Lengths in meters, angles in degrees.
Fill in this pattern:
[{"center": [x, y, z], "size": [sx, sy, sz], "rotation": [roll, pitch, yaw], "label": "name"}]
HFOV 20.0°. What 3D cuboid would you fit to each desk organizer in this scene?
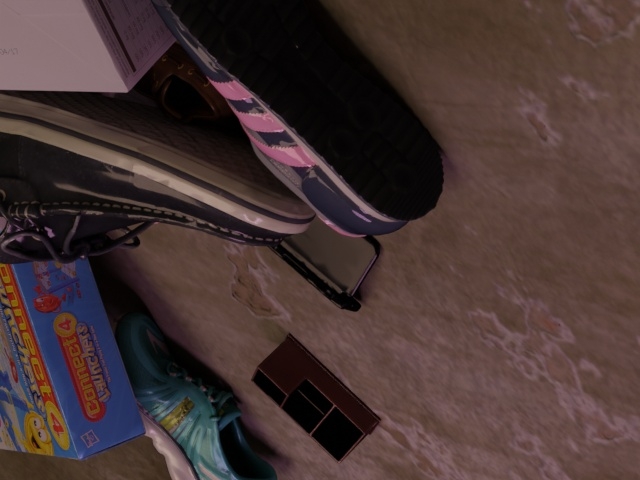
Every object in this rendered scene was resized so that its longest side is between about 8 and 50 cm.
[{"center": [-0.006, 0.163, 1.862], "size": [0.130, 0.050, 0.047], "rotation": [43, 155, 8], "label": "desk organizer"}]

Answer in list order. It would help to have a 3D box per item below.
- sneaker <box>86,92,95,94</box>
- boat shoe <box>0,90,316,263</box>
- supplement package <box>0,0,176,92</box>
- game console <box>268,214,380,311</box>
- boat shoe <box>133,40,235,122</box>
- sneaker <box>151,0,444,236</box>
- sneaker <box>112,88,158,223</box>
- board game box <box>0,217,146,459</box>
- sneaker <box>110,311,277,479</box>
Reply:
[{"center": [-0.280, -0.156, 1.819], "size": [0.178, 0.072, 0.077], "rotation": [19, 132, 32], "label": "sneaker"}, {"center": [-0.228, -0.051, 1.635], "size": [0.500, 0.187, 0.156], "rotation": [12, 99, 25], "label": "boat shoe"}, {"center": [-0.251, -0.243, 1.471], "size": [0.262, 0.145, 0.204], "rotation": [4, 132, 37], "label": "supplement package"}, {"center": [0.000, 0.000, 1.658], "size": [0.122, 0.071, 0.107], "rotation": [41, -176, 13], "label": "game console"}, {"center": [-0.122, -0.138, 1.586], "size": [0.178, 0.060, 0.064], "rotation": [13, 139, 50], "label": "boat shoe"}, {"center": [-0.048, -0.124, 1.432], "size": [0.319, 0.112, 0.131], "rotation": [51, 152, -6], "label": "sneaker"}, {"center": [-0.160, -0.084, 1.738], "size": [0.051, 0.070, 0.134], "rotation": [-13, 92, 22], "label": "sneaker"}, {"center": [-0.340, 0.093, 2.109], "size": [0.302, 0.086, 0.308], "rotation": [-9, 101, 63], "label": "board game box"}, {"center": [-0.145, 0.192, 2.100], "size": [0.110, 0.107, 0.275], "rotation": [-27, 102, 34], "label": "sneaker"}]
